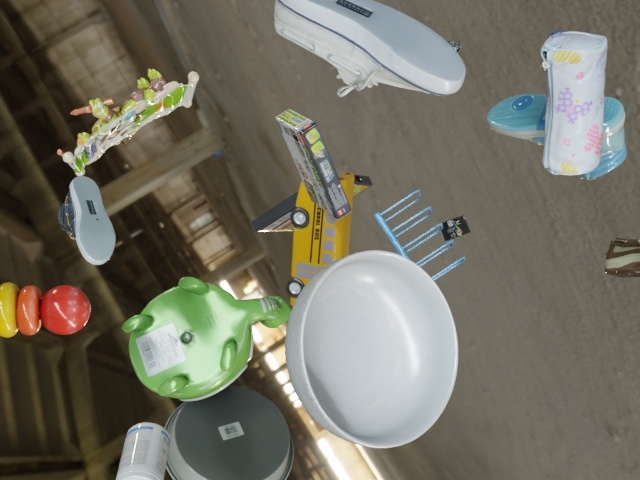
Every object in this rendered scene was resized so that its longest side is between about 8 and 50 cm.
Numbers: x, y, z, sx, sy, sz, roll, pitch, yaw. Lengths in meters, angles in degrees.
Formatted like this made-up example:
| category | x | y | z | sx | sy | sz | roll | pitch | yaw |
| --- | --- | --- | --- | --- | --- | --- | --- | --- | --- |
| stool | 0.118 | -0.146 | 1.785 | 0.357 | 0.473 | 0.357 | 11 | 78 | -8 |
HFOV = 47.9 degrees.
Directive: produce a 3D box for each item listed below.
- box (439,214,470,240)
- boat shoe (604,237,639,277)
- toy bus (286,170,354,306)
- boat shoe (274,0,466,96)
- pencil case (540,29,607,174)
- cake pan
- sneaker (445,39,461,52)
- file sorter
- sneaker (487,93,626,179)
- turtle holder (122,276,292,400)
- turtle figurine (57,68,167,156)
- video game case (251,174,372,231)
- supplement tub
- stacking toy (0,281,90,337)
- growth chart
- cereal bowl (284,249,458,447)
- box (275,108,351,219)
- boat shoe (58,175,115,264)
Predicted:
| category | x | y | z | sx | sy | sz | roll | pitch | yaw |
| --- | --- | --- | --- | --- | --- | --- | --- | --- | --- |
| box | 0.429 | -0.040 | 2.300 | 0.052 | 0.083 | 0.062 | -22 | 85 | 41 |
| boat shoe | 0.685 | 0.015 | 1.438 | 0.095 | 0.095 | 0.257 | 18 | 165 | -34 |
| toy bus | 0.000 | 0.000 | 1.741 | 0.108 | 0.130 | 0.333 | -44 | -40 | -66 |
| boat shoe | 0.070 | -0.322 | 1.266 | 0.367 | 0.136 | 0.156 | 29 | 139 | 8 |
| pencil case | 0.487 | -0.262 | 1.392 | 0.113 | 0.124 | 0.273 | 34 | 144 | 49 |
| cake pan | -0.196 | 0.434 | 1.570 | 0.293 | 0.293 | 0.054 | 53 | 141 | 35 |
| sneaker | 0.212 | -0.411 | 1.567 | 0.170 | 0.089 | 0.051 | 19 | -179 | 16 |
| file sorter | 0.199 | -0.001 | 1.429 | 0.170 | 0.104 | 0.118 | 58 | -174 | 10 |
| sneaker | 0.550 | -0.226 | 1.663 | 0.319 | 0.127 | 0.208 | 14 | 152 | 42 |
| turtle holder | -0.247 | 0.199 | 1.557 | 0.243 | 0.320 | 0.227 | 34 | 169 | 16 |
| turtle figurine | -0.380 | -0.230 | 1.350 | 0.087 | 0.217 | 0.269 | 44 | 155 | -5 |
| video game case | -0.020 | -0.102 | 1.972 | 0.248 | 0.274 | 0.035 | -3 | -116 | -63 |
| supplement tub | -0.271 | 0.340 | 1.102 | 0.107 | 0.071 | 0.071 | -93 | -21 | -57 |
| stacking toy | -0.577 | 0.126 | 1.264 | 0.141 | 0.330 | 0.141 | -178 | 90 | -78 |
| growth chart | -0.281 | -0.173 | 1.073 | 0.021 | 0.237 | 0.172 | 57 | 174 | -4 |
| cereal bowl | 0.077 | 0.194 | 1.293 | 0.141 | 0.339 | 0.339 | -19 | 104 | 57 |
| box | -0.013 | -0.147 | 1.400 | 0.114 | 0.036 | 0.207 | 38 | 158 | 51 |
| boat shoe | -0.403 | -0.017 | 1.236 | 0.083 | 0.065 | 0.183 | -50 | 48 | 36 |
